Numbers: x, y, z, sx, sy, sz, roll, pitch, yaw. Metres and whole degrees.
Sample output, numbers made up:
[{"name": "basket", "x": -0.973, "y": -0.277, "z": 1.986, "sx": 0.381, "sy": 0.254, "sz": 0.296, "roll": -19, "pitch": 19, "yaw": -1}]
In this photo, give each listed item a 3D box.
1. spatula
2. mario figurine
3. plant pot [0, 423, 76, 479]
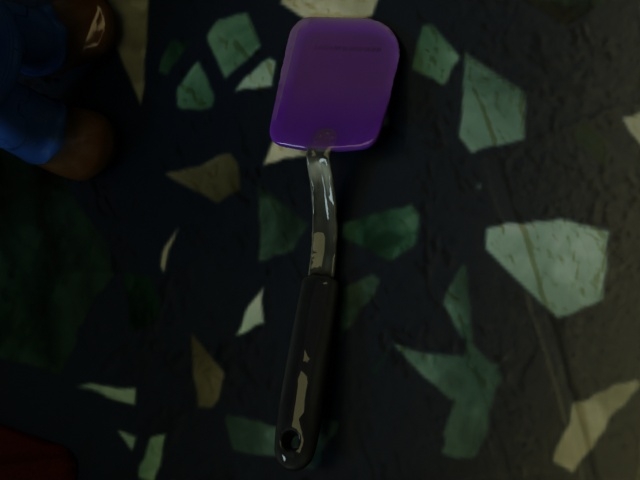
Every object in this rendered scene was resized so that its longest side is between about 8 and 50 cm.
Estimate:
[{"name": "spatula", "x": 0.000, "y": 0.000, "z": 1.193, "sx": 0.084, "sy": 0.030, "sz": 0.296, "roll": 4, "pitch": 87, "yaw": 27}, {"name": "mario figurine", "x": -0.223, "y": -0.118, "z": 1.161, "sx": 0.170, "sy": 0.320, "sz": 0.198, "roll": -42, "pitch": 68, "yaw": 19}, {"name": "plant pot", "x": -0.366, "y": 0.234, "z": 1.254, "sx": 0.267, "sy": 0.235, "sz": 0.267, "roll": 15, "pitch": 92, "yaw": 29}]
